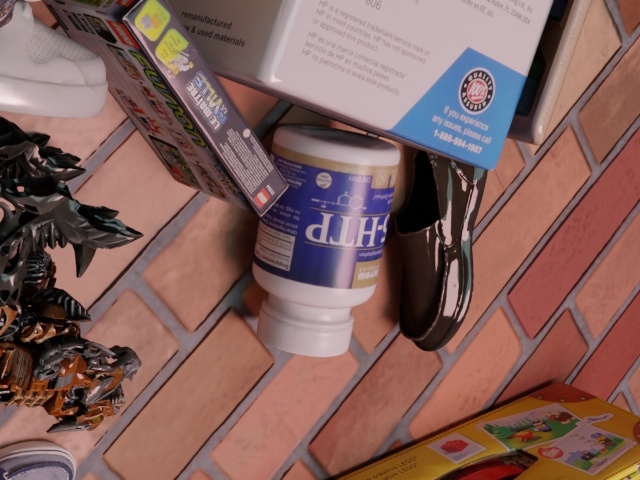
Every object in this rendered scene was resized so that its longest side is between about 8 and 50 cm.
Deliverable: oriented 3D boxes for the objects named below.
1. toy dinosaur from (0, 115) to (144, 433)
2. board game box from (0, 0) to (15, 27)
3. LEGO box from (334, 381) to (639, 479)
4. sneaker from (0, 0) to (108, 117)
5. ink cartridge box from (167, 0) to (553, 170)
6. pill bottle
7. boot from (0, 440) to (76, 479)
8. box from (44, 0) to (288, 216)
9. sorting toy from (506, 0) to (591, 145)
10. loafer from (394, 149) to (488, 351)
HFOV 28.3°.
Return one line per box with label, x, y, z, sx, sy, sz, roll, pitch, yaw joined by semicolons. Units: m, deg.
toy dinosaur;-0.243;0.039;0.876;0.218;0.164;0.322;-54;152;7
board game box;-0.331;-0.151;0.613;0.291;0.141;0.232;-35;95;-17
LEGO box;0.149;0.414;1.349;0.500;0.193;0.372;-15;116;-39
sneaker;-0.242;-0.182;0.809;0.292;0.108;0.169;11;101;-44
ink cartridge box;0.067;-0.288;1.015;0.285;0.166;0.395;16;95;-45
pill bottle;0.000;0.000;1.106;0.112;0.112;0.187;-3;108;-43
boot;-0.256;0.216;0.967;0.190;0.086;0.069;-19;118;-37
box;-0.115;-0.110;0.953;0.036;0.114;0.207;-49;133;-18
sorting toy;0.173;-0.191;1.143;0.038;0.208;0.193;17;95;-21
loafer;0.101;0.000;1.235;0.078;0.080;0.220;1;100;-33
